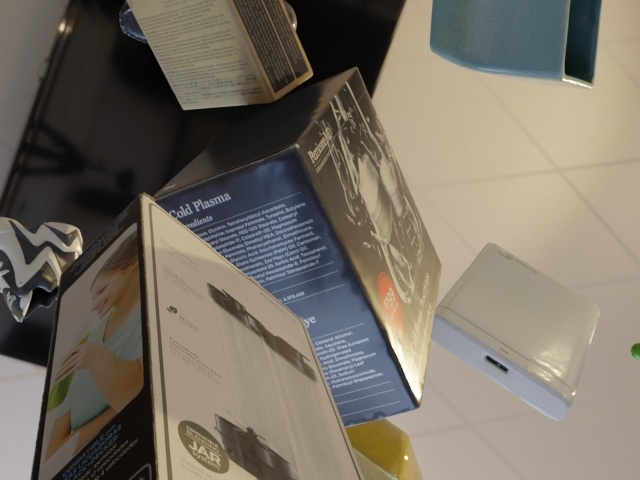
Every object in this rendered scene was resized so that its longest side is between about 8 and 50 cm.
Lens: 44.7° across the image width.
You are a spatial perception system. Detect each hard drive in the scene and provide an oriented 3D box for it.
[{"bbox_3d":[0.323,0.128,1.263,0.353,0.233,0.047,-35,154,-59],"label":"hard drive"}]

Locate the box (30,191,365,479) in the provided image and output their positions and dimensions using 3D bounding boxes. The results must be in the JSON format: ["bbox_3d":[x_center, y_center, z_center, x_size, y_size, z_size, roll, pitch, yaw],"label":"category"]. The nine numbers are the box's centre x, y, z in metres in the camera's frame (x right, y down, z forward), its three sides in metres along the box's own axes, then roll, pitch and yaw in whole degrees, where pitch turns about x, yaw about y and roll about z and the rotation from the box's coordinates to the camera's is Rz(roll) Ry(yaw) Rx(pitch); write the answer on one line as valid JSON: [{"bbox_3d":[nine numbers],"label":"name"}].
[{"bbox_3d":[-0.064,0.105,0.442,0.087,0.169,0.290,-44,-151,10],"label":"box"}]

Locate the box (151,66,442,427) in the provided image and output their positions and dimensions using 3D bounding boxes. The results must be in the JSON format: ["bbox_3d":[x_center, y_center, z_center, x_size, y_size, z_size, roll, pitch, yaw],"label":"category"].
[{"bbox_3d":[0.000,0.000,0.932,0.178,0.313,0.343,-20,-161,20],"label":"box"}]

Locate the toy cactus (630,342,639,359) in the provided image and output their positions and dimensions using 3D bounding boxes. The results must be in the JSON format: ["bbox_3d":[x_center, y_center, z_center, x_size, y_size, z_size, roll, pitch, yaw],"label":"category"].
[{"bbox_3d":[0.643,0.191,1.293,0.180,0.218,0.112,-24,130,-85],"label":"toy cactus"}]

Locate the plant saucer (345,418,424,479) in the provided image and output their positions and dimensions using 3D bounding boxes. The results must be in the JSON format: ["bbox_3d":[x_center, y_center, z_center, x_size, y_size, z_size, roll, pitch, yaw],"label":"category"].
[{"bbox_3d":[0.047,0.330,1.266,0.081,0.332,0.333,-46,144,-21],"label":"plant saucer"}]

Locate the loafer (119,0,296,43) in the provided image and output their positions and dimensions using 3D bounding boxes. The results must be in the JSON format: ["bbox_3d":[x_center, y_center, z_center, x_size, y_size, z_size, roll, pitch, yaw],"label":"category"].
[{"bbox_3d":[-0.193,-0.342,1.231,0.095,0.302,0.109,-68,158,-43],"label":"loafer"}]

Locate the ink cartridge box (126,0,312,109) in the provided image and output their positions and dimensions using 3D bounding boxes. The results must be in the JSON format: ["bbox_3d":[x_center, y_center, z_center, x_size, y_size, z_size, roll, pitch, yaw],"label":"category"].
[{"bbox_3d":[-0.143,-0.284,1.060,0.088,0.193,0.234,-39,-151,-30],"label":"ink cartridge box"}]

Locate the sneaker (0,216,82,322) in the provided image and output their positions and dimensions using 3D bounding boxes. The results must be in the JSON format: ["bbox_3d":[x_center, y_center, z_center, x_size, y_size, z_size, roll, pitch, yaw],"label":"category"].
[{"bbox_3d":[-0.486,0.050,1.180,0.094,0.234,0.153,129,-39,-50],"label":"sneaker"}]

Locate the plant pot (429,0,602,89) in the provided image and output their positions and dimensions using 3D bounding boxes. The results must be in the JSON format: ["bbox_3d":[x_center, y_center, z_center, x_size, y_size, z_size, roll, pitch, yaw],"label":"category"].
[{"bbox_3d":[0.329,-0.392,1.335,0.247,0.252,0.248,-12,107,-59],"label":"plant pot"}]
